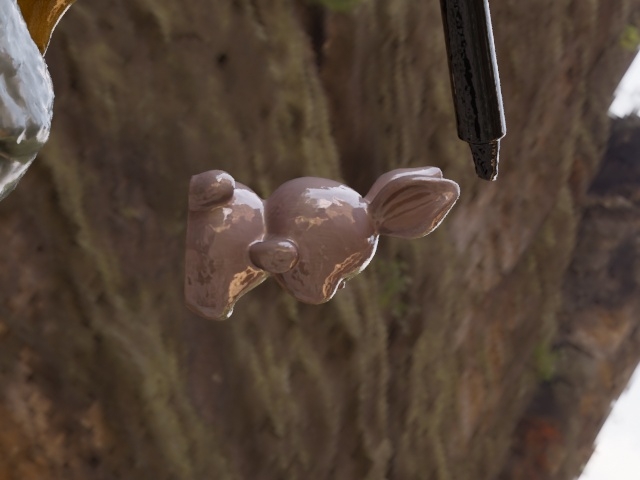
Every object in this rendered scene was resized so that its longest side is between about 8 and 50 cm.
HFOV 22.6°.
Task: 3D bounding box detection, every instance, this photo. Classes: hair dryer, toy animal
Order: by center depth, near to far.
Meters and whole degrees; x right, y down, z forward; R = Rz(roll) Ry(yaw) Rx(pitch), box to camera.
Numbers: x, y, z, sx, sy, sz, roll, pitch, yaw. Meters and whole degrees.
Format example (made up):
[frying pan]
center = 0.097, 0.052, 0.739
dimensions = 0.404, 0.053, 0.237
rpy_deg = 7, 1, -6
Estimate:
[hair dryer]
center = 0.081, -0.147, 0.999
dimensions = 0.071, 0.114, 0.248
rpy_deg = 2, -66, 22
[toy animal]
center = 0.000, 0.002, 1.221
dimensions = 0.213, 0.124, 0.124
rpy_deg = -2, -26, 3

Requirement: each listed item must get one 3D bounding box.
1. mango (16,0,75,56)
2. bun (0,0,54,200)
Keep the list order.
[mango]
center = -0.251, -0.256, 1.482
dimensions = 0.098, 0.190, 0.075
rpy_deg = 31, 5, 18
[bun]
center = -0.358, -0.103, 1.109
dimensions = 0.354, 0.354, 0.194
rpy_deg = 52, -1, -40
